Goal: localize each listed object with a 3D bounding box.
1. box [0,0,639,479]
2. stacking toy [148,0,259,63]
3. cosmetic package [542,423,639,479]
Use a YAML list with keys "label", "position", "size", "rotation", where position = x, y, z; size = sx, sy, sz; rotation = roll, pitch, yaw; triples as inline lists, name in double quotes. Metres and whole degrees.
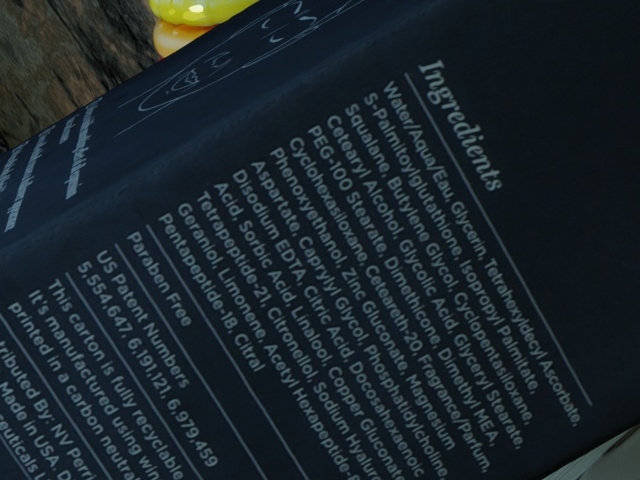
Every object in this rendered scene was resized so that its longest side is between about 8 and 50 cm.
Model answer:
- label: "box"
  position: [0.000, 0.000, 0.761]
  size: [0.212, 0.395, 0.293]
  rotation: [58, -177, -16]
- label: "stacking toy"
  position: [-0.070, -0.216, 1.109]
  size: [0.165, 0.175, 0.302]
  rotation: [27, 137, 51]
- label: "cosmetic package"
  position: [0.197, 0.231, 1.209]
  size: [0.129, 0.153, 0.296]
  rotation: [53, 164, 0]
